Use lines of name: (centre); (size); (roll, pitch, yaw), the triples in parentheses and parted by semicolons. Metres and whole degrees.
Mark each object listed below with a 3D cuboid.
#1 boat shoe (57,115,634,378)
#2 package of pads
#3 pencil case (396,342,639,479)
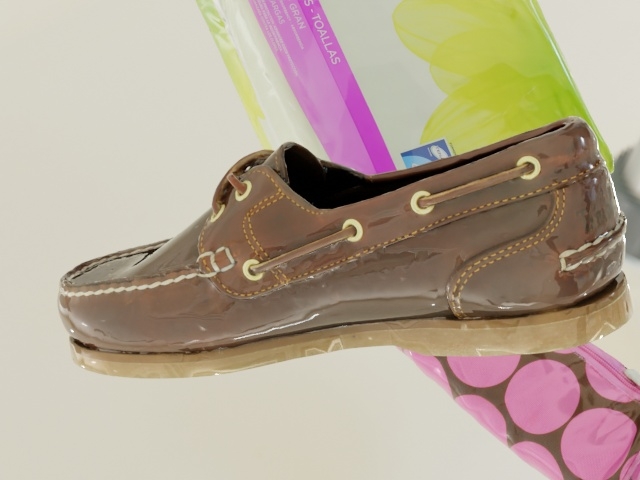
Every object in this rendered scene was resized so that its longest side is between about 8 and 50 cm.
boat shoe: (0.000, 0.000, 0.559); (0.207, 0.073, 0.073); (-8, -159, 23)
package of pads: (0.058, -0.132, 1.229); (0.229, 0.101, 0.296); (-19, -104, -20)
pencil case: (0.151, 0.094, 1.156); (0.209, 0.098, 0.095); (37, -146, 25)
